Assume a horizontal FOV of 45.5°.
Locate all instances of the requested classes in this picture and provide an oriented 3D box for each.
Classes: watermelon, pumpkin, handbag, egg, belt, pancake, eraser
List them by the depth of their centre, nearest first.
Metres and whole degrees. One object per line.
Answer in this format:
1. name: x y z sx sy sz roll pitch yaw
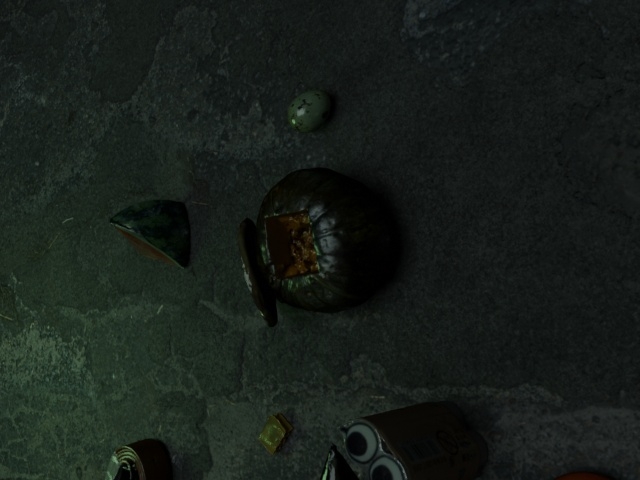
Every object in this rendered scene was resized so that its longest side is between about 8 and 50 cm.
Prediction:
1. eraser: 0.178 0.369 1.364 0.087 0.291 0.171 -51 59 24
2. pumpkin: 0.000 0.000 1.588 0.321 0.192 0.320 3 95 40
3. pancake: -0.136 0.074 1.688 0.031 0.250 0.250 -16 76 4
4. egg: -0.024 -0.288 1.696 0.110 0.085 0.085 -44 60 8
5. handbag: -0.104 0.446 1.763 0.061 0.027 0.083 41 115 32
6. watermelon: -0.450 0.000 1.991 0.136 0.207 0.202 -107 31 -49
7. belt: -0.488 0.658 2.019 0.184 0.105 0.261 8 96 37

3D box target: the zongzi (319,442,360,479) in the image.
1. zongzi: 0.022 0.552 1.311 0.384 0.319 0.362 -31 87 17

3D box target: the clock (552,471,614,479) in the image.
1. clock: 0.456 0.493 1.285 0.205 0.051 0.205 -2 87 38
